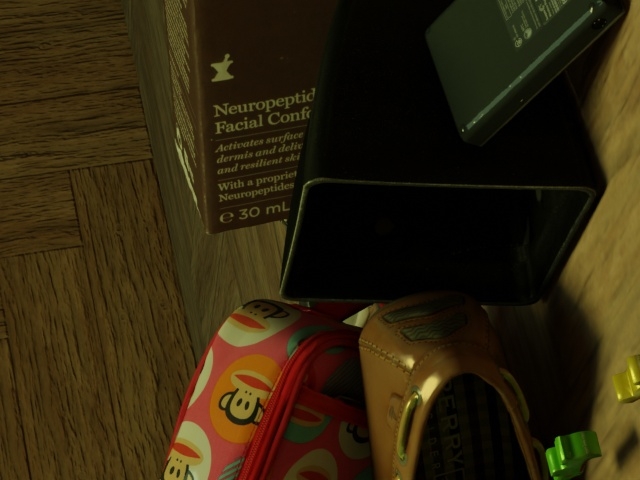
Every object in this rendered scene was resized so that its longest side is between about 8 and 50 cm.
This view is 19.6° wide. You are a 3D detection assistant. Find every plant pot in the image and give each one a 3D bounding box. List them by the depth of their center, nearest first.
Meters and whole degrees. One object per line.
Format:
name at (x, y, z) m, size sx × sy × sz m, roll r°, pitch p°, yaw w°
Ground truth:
plant pot at (0.071, -0.069, 1.274) m, size 0.188 × 0.187 × 0.167 m, roll 105°, pitch 165°, yaw -64°

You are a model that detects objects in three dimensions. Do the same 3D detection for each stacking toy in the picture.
stacking toy at (0.198, 0.175, 1.103) m, size 0.221 × 0.052 × 0.167 m, roll 111°, pitch 150°, yaw -64°

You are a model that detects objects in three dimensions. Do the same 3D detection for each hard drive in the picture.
hard drive at (0.123, -0.135, 1.151) m, size 0.135 × 0.022 × 0.094 m, roll -44°, pitch 48°, yaw 35°

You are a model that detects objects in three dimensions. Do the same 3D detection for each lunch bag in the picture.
lunch bag at (0.012, 0.161, 1.416) m, size 0.120 × 0.293 × 0.258 m, roll 19°, pitch 88°, yaw 37°

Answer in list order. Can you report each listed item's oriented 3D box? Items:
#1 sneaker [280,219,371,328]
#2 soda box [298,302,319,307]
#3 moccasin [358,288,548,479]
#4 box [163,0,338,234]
sneaker at (-0.011, -0.041, 1.834) m, size 0.105 × 0.115 × 0.281 m, roll 140°, pitch 121°, yaw -77°
soda box at (0.000, 0.000, 1.972) m, size 0.060 × 0.053 × 0.169 m, roll -136°, pitch 40°, yaw -72°
moccasin at (0.117, 0.221, 1.324) m, size 0.147 × 0.139 × 0.380 m, roll -117°, pitch 19°, yaw -60°
box at (-0.016, -0.199, 1.371) m, size 0.143 × 0.191 × 0.381 m, roll -113°, pitch 16°, yaw -48°
